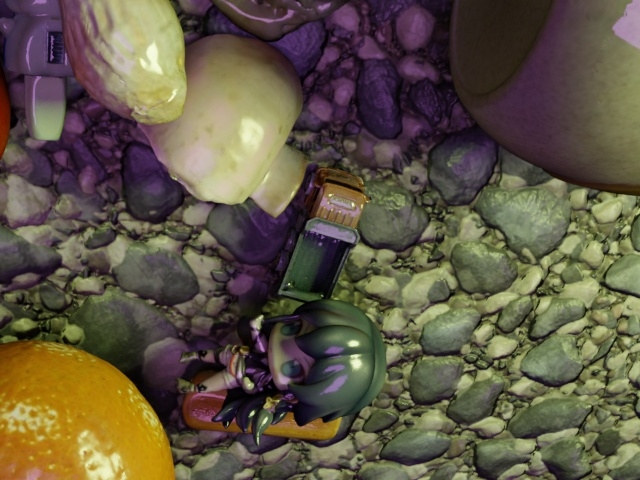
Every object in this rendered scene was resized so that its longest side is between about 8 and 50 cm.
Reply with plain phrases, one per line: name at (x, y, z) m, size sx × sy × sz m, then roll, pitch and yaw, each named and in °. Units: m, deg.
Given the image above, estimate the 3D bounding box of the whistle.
whistle at (-0.330, -0.242, 0.980) m, size 0.110 × 0.092 × 0.244 m, roll -8°, pitch 114°, yaw -36°

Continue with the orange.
orange at (-0.396, 0.335, 1.101) m, size 0.424 × 0.326 × 0.423 m, roll 2°, pitch 102°, yaw 8°

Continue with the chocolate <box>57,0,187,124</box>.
chocolate at (-0.236, -0.273, 0.898) m, size 0.134 × 0.134 × 0.309 m, roll -19°, pitch 100°, yaw 2°

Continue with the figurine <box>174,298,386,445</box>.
figurine at (-0.041, 0.171, 1.105) m, size 0.265 × 0.197 × 0.175 m, roll -7°, pitch 85°, yaw 33°

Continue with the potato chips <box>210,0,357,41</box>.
potato chips at (-0.064, -0.394, 0.876) m, size 0.389 × 0.373 × 0.097 m, roll 43°, pitch 58°, yaw -25°

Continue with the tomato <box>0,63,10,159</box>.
tomato at (-0.500, -0.158, 0.926) m, size 0.299 × 0.226 × 0.298 m, roll -3°, pitch 112°, yaw -8°

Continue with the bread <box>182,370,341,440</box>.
bread at (-0.087, 0.245, 1.234) m, size 0.239 × 0.074 × 0.092 m, roll 8°, pitch 113°, yaw -10°

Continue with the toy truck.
toy truck at (0.000, 0.000, 1.128) m, size 0.083 × 0.092 × 0.192 m, roll 17°, pitch 110°, yaw -13°

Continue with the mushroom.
mushroom at (-0.097, -0.142, 1.012) m, size 0.236 × 0.162 × 0.173 m, roll 38°, pitch 111°, yaw -23°

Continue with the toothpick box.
toothpick box at (0.394, -0.244, 0.897) m, size 0.426 × 0.409 × 0.408 m, roll 8°, pitch 112°, yaw -15°
